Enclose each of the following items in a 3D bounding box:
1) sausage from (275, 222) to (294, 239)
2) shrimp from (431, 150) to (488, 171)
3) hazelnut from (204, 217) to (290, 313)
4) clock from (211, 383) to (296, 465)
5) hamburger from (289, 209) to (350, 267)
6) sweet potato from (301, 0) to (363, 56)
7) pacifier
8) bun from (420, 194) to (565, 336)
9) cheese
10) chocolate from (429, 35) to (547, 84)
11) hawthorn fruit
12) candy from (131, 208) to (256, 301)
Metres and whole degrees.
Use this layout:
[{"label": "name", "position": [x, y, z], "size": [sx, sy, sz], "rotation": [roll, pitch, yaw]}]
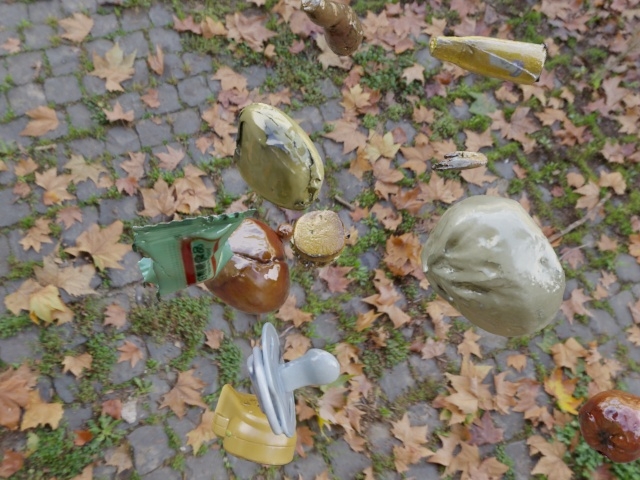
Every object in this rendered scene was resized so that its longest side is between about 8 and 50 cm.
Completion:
[{"label": "sausage", "position": [-0.139, -0.029, 1.840], "size": [0.076, 0.197, 0.076], "rotation": [0, 83, 0]}, {"label": "shrimp", "position": [0.522, -0.305, 1.738], "size": [0.250, 0.052, 0.143], "rotation": [-9, 31, -21]}, {"label": "hazelnut", "position": [-0.258, 0.098, 1.663], "size": [0.315, 0.372, 0.373], "rotation": [-21, 74, 27]}, {"label": "clock", "position": [-0.207, 0.611, 1.483], "size": [0.244, 0.317, 0.200], "rotation": [15, 81, -25]}, {"label": "hamburger", "position": [-0.007, 0.005, 1.460], "size": [0.181, 0.118, 0.191], "rotation": [16, 62, 12]}, {"label": "sweet potato", "position": [0.045, -0.539, 1.135], "size": [0.109, 0.385, 0.109], "rotation": [2, 99, 11]}, {"label": "pacifier", "position": [-0.054, 0.320, 1.048], "size": [0.207, 0.227, 0.279], "rotation": [-14, 112, -1]}, {"label": "bun", "position": [0.374, 0.074, 1.028], "size": [0.234, 0.362, 0.326], "rotation": [-34, 62, -9]}, {"label": "cheese", "position": [-0.108, -0.208, 1.215], "size": [0.128, 0.260, 0.316], "rotation": [-26, 53, -30]}, {"label": "chocolate", "position": [0.323, -0.361, 0.896], "size": [0.219, 0.086, 0.086], "rotation": [8, 73, -3]}, {"label": "hawthorn fruit", "position": [0.750, 0.462, 1.152], "size": [0.173, 0.173, 0.179], "rotation": [39, 68, 4]}, {"label": "candy", "position": [-0.313, 0.009, 1.096], "size": [0.262, 0.398, 0.172], "rotation": [-22, 78, -24]}]
